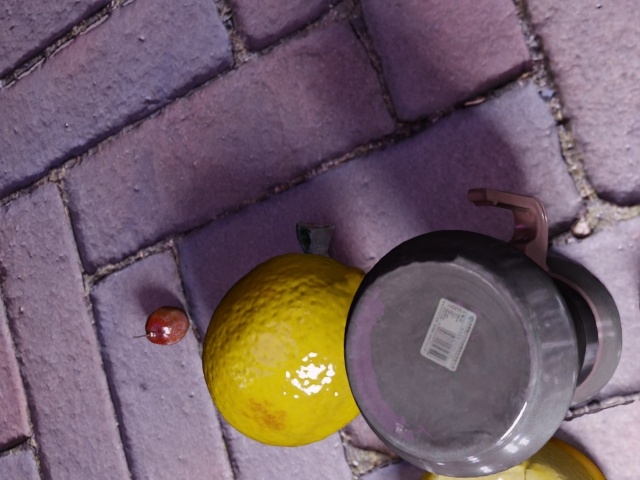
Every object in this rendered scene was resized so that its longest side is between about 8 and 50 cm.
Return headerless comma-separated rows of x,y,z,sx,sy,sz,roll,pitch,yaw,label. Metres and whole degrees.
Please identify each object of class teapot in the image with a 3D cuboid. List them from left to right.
0.199,0.094,1.038,0.254,0.344,0.299,1,89,31,teapot

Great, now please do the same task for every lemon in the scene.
-0.033,0.149,1.243,0.267,0.267,0.267,-1,88,32,lemon

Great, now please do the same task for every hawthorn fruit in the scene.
-0.259,0.145,1.469,0.067,0.103,0.066,13,116,27,hawthorn fruit

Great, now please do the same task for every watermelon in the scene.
0.000,0.000,1.350,0.061,0.085,0.085,-33,69,-4,watermelon

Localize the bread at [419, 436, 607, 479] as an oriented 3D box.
0.234,0.370,1.127,0.270,0.148,0.269,-1,87,28,bread
